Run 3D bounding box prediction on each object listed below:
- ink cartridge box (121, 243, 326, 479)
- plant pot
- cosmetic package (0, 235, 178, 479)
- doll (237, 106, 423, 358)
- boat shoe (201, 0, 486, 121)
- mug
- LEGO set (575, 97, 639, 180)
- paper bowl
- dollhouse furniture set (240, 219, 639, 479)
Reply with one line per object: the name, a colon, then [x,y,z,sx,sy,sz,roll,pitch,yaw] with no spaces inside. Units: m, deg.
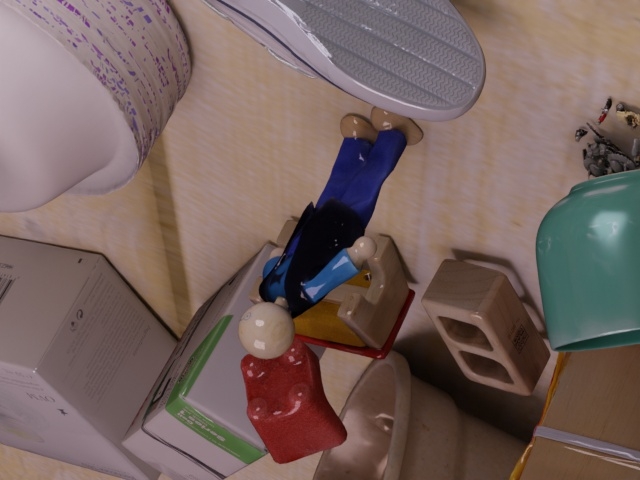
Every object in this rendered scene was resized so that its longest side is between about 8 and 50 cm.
ink cartridge box: [-0.077,0.116,1.563,0.093,0.160,0.219,33,155,-8]
plant pot: [0.147,0.298,1.555,0.305,0.333,0.334,19,157,-8]
cosmetic package: [-0.270,0.116,1.803,0.224,0.138,0.224,9,151,37]
doll: [0.000,0.000,1.212,0.046,0.189,0.129,38,154,-22]
boat shoe: [0.001,-0.141,1.088,0.226,0.083,0.076,36,169,10]
mug: [0.196,0.012,1.119,0.129,0.097,0.158,-8,172,-3]
LEGO set: [0.178,-0.054,1.117,0.054,0.023,0.083,16,154,25]
paper bowl: [-0.245,-0.128,1.276,0.284,0.148,0.284,22,155,11]
dollhouse furniture set: [0.110,0.134,1.350,0.374,0.201,0.152,11,151,33]
